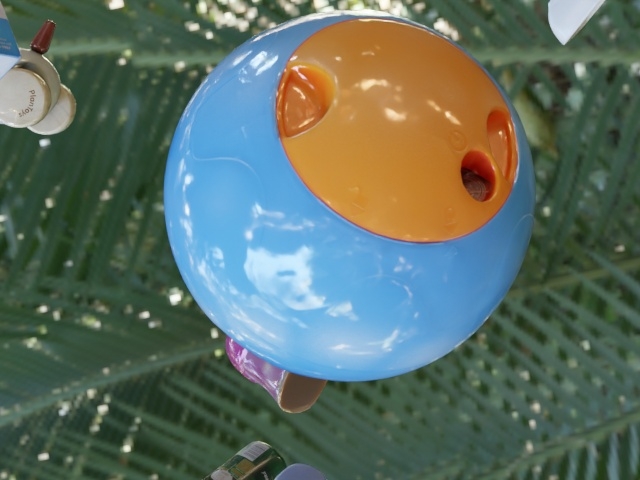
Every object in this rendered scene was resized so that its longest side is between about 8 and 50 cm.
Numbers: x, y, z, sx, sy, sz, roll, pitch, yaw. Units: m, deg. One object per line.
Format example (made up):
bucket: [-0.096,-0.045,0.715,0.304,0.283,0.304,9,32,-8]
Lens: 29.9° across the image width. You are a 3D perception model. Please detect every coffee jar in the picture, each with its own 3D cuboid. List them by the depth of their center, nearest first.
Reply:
coffee jar: [-0.130,0.357,1.635,0.079,0.184,0.096,19,127,43]

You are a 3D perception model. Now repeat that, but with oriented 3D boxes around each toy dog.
toy dog: [-0.502,-0.255,1.702,0.220,0.334,0.160,-166,87,-70]

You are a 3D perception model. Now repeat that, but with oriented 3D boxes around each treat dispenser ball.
treat dispenser ball: [0.023,-0.034,0.937,0.288,0.288,0.288,-11,-90,-86]

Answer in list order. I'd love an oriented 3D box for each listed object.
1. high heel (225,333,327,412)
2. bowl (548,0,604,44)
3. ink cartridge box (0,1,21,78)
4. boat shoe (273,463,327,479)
high heel: [0.000,0.000,1.382,0.127,0.377,0.181,25,-171,-38]
bowl: [0.351,-0.331,1.552,0.053,0.142,0.142,42,-146,5]
ink cartridge box: [-0.302,-0.196,0.877,0.104,0.060,0.180,2,-122,-51]
boat shoe: [-0.065,0.261,0.950,0.078,0.070,0.219,49,-143,6]
